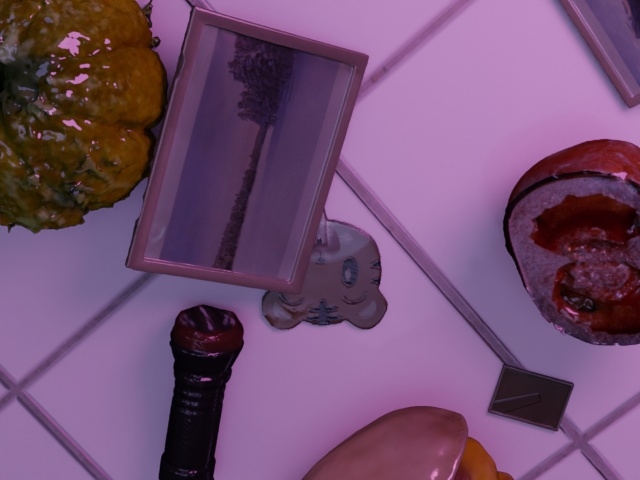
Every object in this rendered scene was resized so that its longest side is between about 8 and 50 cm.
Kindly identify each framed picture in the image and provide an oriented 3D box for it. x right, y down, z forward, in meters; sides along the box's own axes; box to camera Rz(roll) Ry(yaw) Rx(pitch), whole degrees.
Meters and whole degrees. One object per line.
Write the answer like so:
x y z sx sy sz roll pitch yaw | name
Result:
0.334 -0.253 1.026 0.150 0.015 0.203 -26 103 42 | framed picture
-0.078 -0.089 1.080 0.213 0.016 0.289 11 104 -27 | framed picture
0.254 0.191 1.190 0.089 0.007 0.066 15 106 1 | framed picture

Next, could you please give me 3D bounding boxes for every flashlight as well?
-0.150 0.197 1.188 0.093 0.093 0.232 12 111 1 | flashlight

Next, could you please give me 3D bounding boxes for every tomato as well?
0.303 -0.015 1.054 0.180 0.155 0.214 -7 119 26 | tomato

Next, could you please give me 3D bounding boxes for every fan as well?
0.000 0.000 1.159 0.152 0.008 0.227 -2 105 5 | fan

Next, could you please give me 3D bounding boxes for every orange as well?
-0.316 -0.160 1.034 0.301 0.223 0.300 15 100 1 | orange

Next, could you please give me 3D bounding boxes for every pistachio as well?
0.076 0.336 1.130 0.309 0.230 0.230 -39 99 4 | pistachio
